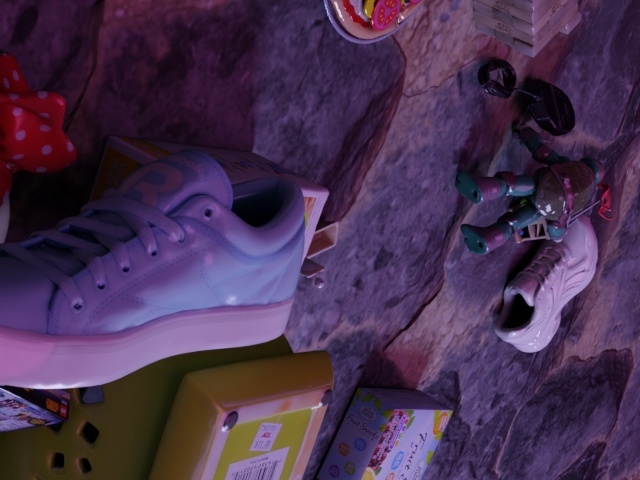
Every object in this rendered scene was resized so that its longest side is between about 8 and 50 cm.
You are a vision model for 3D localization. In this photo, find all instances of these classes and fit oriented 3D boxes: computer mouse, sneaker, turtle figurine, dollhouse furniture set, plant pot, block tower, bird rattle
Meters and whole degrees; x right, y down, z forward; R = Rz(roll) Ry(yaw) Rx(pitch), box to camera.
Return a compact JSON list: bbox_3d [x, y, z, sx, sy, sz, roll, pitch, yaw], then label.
[{"bbox_3d":[0.260,-0.181,1.469,0.242,0.041,0.071,14,64,-51],"label":"computer mouse"},{"bbox_3d":[-0.139,0.003,0.816,0.366,0.135,0.150,-8,116,-58],"label":"sneaker"},{"bbox_3d":[0.292,-0.071,1.508,0.234,0.118,0.175,-21,99,-24],"label":"turtle figurine"},{"bbox_3d":[0.338,0.062,1.720,0.115,0.090,0.232,15,101,-53],"label":"sneaker"},{"bbox_3d":[0.000,0.000,1.211,0.114,0.081,0.091,-25,133,-43],"label":"dollhouse furniture set"},{"bbox_3d":[-0.131,0.166,1.043,0.228,0.207,0.227,-1,115,-55],"label":"plant pot"},{"bbox_3d":[0.215,-0.347,1.226,0.097,0.091,0.335,-45,146,-19],"label":"block tower"},{"bbox_3d":[-0.289,-0.020,0.808,0.253,0.143,0.207,-43,157,-48],"label":"bird rattle"}]

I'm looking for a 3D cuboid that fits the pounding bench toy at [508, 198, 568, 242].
[{"bbox_3d":[0.302,-0.045,1.619,0.052,0.065,0.083,-22,100,-44],"label":"pounding bench toy"}]

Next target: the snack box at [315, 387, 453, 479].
[{"bbox_3d":[0.077,0.306,1.560,0.174,0.070,0.207,15,103,-56],"label":"snack box"}]

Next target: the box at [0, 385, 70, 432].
[{"bbox_3d":[-0.278,0.122,0.916,0.137,0.094,0.027,46,37,-56],"label":"box"}]

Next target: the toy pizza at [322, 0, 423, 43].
[{"bbox_3d":[0.075,-0.291,1.141,0.201,0.032,0.201,-33,138,-36],"label":"toy pizza"}]

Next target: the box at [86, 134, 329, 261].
[{"bbox_3d":[-0.105,-0.019,1.034,0.203,0.103,0.114,3,111,-55],"label":"box"}]
